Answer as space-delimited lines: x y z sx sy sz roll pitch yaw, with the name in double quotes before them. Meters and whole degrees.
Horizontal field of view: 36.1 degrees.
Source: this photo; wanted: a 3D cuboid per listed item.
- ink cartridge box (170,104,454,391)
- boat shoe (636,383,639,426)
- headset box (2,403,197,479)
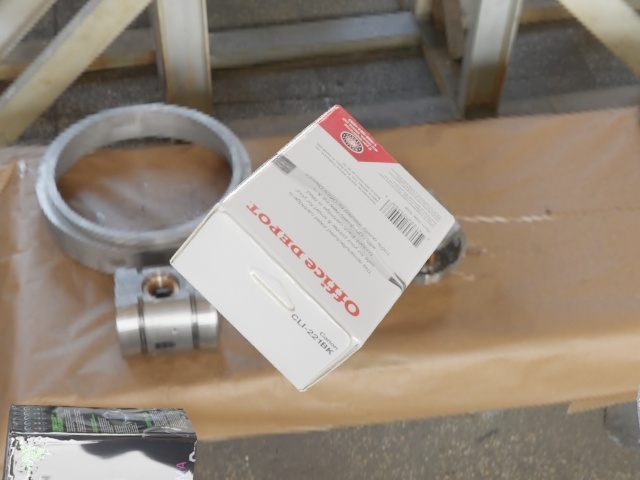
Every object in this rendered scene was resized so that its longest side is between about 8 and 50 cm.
"ink cartridge box" 0.000 0.000 1.064 0.197 0.114 0.273 45 39 0
"boat shoe" 0.492 0.268 1.330 0.109 0.094 0.302 -10 55 44
"headset box" -0.342 0.378 1.442 0.283 0.246 0.131 6 8 -18
